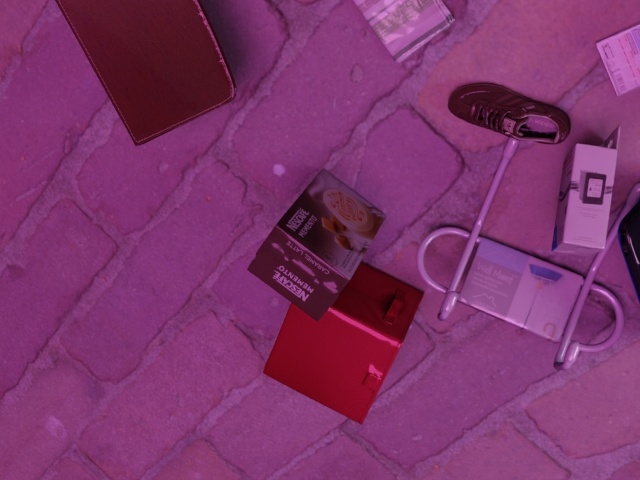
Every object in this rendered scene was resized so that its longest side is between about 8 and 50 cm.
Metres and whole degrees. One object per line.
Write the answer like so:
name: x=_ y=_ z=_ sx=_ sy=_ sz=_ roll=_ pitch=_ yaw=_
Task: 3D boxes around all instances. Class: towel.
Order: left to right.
towel: x=0.115 y=-0.357 z=1.270 sx=0.113 sy=0.023 sz=0.152 roll=-33 pitch=100 yaw=28

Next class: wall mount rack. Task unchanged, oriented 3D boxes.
wall mount rack: x=0.338 y=0.024 z=1.323 sx=0.350 sy=0.130 sz=0.304 roll=22 pitch=82 yaw=7

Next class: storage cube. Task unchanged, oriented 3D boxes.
storage cube: x=0.040 y=0.160 z=1.447 sx=0.193 sy=0.184 sz=0.215 roll=27 pitch=120 yaw=6

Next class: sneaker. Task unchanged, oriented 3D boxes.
sneaker: x=0.281 y=-0.189 z=1.265 sx=0.188 sy=0.071 sz=0.066 roll=13 pitch=118 yaw=12

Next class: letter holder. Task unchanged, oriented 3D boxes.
letter holder: x=-0.251 y=-0.341 z=1.332 sx=0.214 sy=0.152 sz=0.302 roll=-21 pitch=106 yaw=24

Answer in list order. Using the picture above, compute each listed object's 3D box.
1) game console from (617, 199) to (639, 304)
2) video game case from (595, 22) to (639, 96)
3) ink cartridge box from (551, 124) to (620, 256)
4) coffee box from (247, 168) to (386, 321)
game console: x=0.593 y=0.044 z=1.218 sx=0.173 sy=0.250 sz=0.293 roll=-5 pitch=115 yaw=50
video game case: x=0.466 y=-0.267 z=1.199 sx=0.122 sy=0.011 sz=0.087 roll=-21 pitch=105 yaw=26
ink cartridge box: x=0.382 y=-0.073 z=1.221 sx=0.060 sy=0.104 sz=0.180 roll=9 pitch=83 yaw=8
coffee box: x=0.000 y=0.000 z=1.349 sx=0.141 sy=0.246 sz=0.098 roll=36 pitch=120 yaw=0
